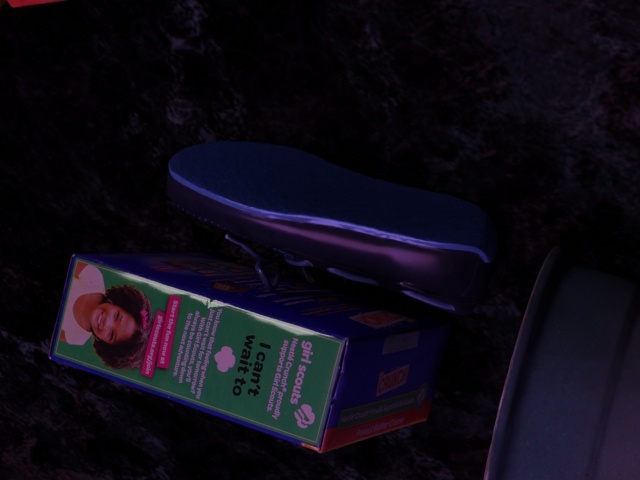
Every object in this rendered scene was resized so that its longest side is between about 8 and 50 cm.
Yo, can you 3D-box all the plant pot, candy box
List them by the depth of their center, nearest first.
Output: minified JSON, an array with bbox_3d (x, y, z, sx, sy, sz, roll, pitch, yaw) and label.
[{"bbox_3d":[0.336,0.206,1.528,0.334,0.341,0.341,13,139,15],"label":"plant pot"},{"bbox_3d":[-0.065,0.103,1.744,0.317,0.268,0.122,14,96,25],"label":"candy box"}]

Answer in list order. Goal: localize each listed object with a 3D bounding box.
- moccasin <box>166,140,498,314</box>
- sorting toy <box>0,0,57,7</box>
[{"bbox_3d":[0.000,0.000,1.681,0.342,0.138,0.117,19,129,21],"label":"moccasin"},{"bbox_3d":[-0.338,-0.324,1.622,0.255,0.089,0.257,0,132,38],"label":"sorting toy"}]
